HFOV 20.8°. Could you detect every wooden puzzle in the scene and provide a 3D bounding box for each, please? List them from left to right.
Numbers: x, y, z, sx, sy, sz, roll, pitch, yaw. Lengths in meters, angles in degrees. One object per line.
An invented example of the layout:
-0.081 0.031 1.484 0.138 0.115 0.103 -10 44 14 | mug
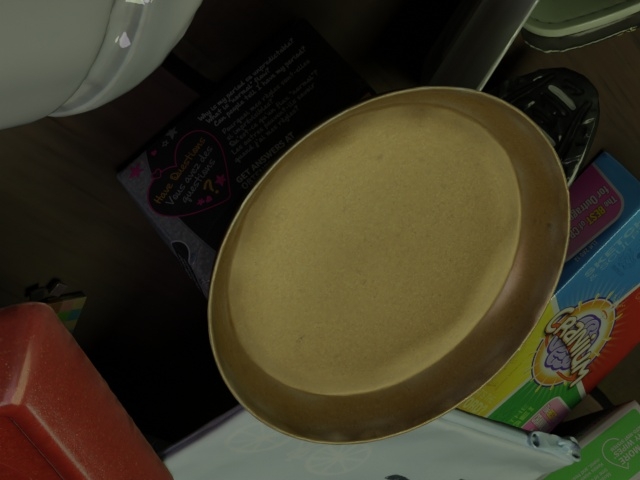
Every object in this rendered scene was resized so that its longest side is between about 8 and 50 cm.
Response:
-0.181 0.057 1.144 0.049 0.006 0.083 -11 137 -44 | wooden puzzle

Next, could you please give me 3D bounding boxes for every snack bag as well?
-0.031 0.183 1.246 0.342 0.037 0.323 -33 144 29 | snack bag

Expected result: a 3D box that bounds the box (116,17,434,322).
0.000 0.000 1.156 0.163 0.142 0.247 -40 150 -2 | box

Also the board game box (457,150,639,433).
0.202 0.086 1.595 0.316 0.064 0.242 -47 151 6 | board game box

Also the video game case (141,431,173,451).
-0.223 0.208 1.274 0.206 0.026 0.227 -46 150 6 | video game case

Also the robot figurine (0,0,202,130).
-0.183 -0.135 0.690 0.353 0.200 0.300 -15 142 -40 | robot figurine

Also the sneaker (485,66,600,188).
0.126 -0.025 1.342 0.108 0.100 0.271 -24 152 -56 | sneaker

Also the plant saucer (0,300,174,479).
-0.240 0.146 1.029 0.259 0.048 0.258 -15 147 5 | plant saucer

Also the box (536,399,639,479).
0.215 0.293 1.733 0.262 0.127 0.231 -35 176 -14 | box

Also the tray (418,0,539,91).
0.132 -0.184 1.136 0.270 0.030 0.145 -58 -172 24 | tray

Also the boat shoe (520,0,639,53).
0.230 -0.186 1.255 0.228 0.081 0.069 -32 145 -24 | boat shoe

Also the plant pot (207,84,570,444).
0.038 0.013 1.023 0.236 0.032 0.236 -14 123 -22 | plant pot
